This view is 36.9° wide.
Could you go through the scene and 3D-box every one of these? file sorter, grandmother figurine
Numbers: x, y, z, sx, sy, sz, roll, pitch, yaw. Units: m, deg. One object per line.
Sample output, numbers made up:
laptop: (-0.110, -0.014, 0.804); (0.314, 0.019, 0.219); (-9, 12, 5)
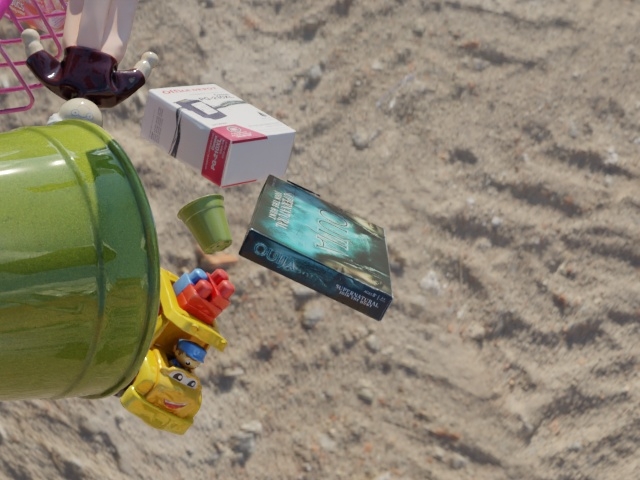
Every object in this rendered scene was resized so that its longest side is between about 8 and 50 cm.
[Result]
file sorter: (-0.541, -0.364, 1.608); (0.202, 0.182, 0.290); (-4, 48, 19)
grandmother figurine: (-0.360, -0.285, 1.490); (0.208, 0.104, 0.342); (6, 73, -5)

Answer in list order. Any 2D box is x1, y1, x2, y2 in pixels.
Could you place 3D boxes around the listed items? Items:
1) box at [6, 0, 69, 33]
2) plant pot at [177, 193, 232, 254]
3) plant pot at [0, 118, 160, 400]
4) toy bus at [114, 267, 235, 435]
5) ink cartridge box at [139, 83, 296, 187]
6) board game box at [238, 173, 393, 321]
box: (-0.582, -0.546, 1.947); (0.300, 0.154, 0.142); (28, 47, 36)
plant pot: (-0.182, -0.022, 1.575); (0.083, 0.083, 0.079); (-21, 74, -13)
plant pot: (-0.440, 0.037, 1.131); (0.353, 0.366, 0.366); (-5, 55, -45)
toy bus: (-0.208, 0.141, 1.413); (0.211, 0.149, 0.220); (-42, 41, 11)
ink cartridge box: (-0.194, -0.201, 1.791); (0.237, 0.100, 0.172); (33, 30, 32)
board game box: (0.000, 0.000, 0.829); (0.126, 0.186, 0.026); (25, 107, -6)
